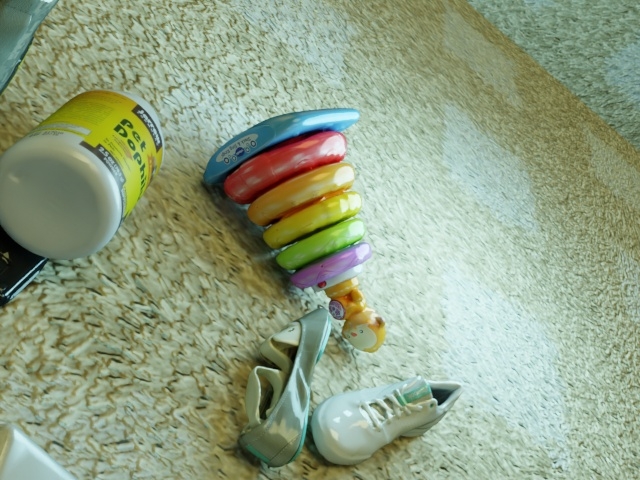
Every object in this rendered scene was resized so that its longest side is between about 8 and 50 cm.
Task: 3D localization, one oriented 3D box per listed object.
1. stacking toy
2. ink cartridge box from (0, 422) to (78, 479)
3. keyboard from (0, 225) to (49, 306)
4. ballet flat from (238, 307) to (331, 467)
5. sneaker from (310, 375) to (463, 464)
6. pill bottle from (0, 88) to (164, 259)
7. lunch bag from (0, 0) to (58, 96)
[{"bbox_3d":[0.000,0.000,0.936,0.166,0.175,0.301,-20,86,-53],"label":"stacking toy"},{"bbox_3d":[-0.154,0.258,0.367,0.306,0.131,0.226,71,17,-47],"label":"ink cartridge box"},{"bbox_3d":[-0.388,-0.053,0.650,0.317,0.033,0.201,41,29,-9],"label":"keyboard"},{"bbox_3d":[-0.037,0.135,0.806,0.068,0.072,0.213,32,38,-14],"label":"ballet flat"},{"bbox_3d":[0.080,0.187,0.860,0.212,0.094,0.080,-4,61,-48],"label":"sneaker"},{"bbox_3d":[-0.224,-0.077,0.753,0.117,0.117,0.215,38,24,-14],"label":"pill bottle"},{"bbox_3d":[-0.331,-0.213,0.650,0.169,0.235,0.287,8,43,-56],"label":"lunch bag"}]
